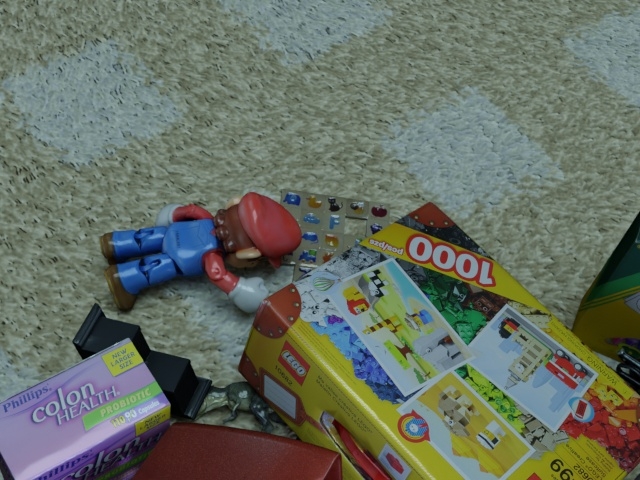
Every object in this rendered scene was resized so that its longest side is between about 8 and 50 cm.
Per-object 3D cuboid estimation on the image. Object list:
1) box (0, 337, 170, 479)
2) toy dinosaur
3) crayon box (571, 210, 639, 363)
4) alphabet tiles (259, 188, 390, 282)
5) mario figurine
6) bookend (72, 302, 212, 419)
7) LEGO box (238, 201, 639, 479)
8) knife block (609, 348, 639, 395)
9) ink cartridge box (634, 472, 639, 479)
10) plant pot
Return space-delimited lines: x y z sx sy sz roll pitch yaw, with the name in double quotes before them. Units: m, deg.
"box" -0.324 0.279 1.381 0.214 0.243 0.117 -26 63 -24
"toy dinosaur" -0.073 0.256 1.546 0.268 0.064 0.118 -7 51 -17
"crayon box" 0.616 0.121 1.578 0.363 0.313 0.106 23 56 8
"alphabet tiles" 0.000 0.000 1.759 0.237 0.009 0.198 8 56 -2
"mario figurine" -0.186 0.029 1.666 0.321 0.170 0.198 -13 94 -2
"bookend" -0.260 0.180 1.489 0.156 0.157 0.072 10 54 20
"LEGO box" 0.188 0.230 1.485 0.372 0.193 0.500 -30 65 -35
"knife block" 0.540 0.304 1.581 0.242 0.088 0.275 -2 57 -8
"ink cartridge box" 0.453 0.435 1.344 0.151 0.270 0.395 29 45 10
"plant pot" -0.135 0.395 1.333 0.236 0.267 0.267 22 55 19
